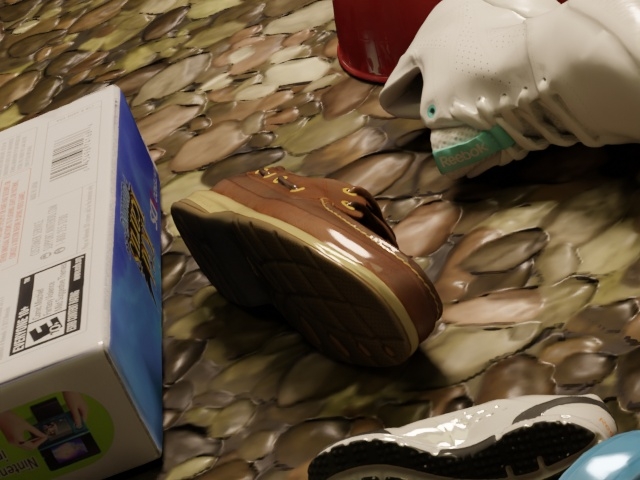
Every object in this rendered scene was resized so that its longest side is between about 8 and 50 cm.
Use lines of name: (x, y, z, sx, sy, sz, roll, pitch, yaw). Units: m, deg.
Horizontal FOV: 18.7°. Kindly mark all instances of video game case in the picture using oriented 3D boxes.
video game case: (-0.192, 0.047, 0.866, 0.244, 0.061, 0.269, -21, 26, 6)

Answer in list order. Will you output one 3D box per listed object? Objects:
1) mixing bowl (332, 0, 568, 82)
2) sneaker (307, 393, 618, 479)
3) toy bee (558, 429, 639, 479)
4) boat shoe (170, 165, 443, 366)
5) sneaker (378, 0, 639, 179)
mixing bowl: (0.074, -0.168, 1.003, 0.181, 0.098, 0.181, -21, 26, 10)
sneaker: (0.048, 0.074, 0.644, 0.109, 0.040, 0.044, -9, 13, 23)
toy bee: (0.081, 0.124, 0.421, 0.298, 0.162, 0.195, -3, 14, -13)
boat shoe: (0.000, 0.000, 0.786, 0.060, 0.064, 0.178, -35, 25, -17)
sneaker: (0.090, -0.059, 0.827, 0.094, 0.080, 0.212, -41, 21, -7)
